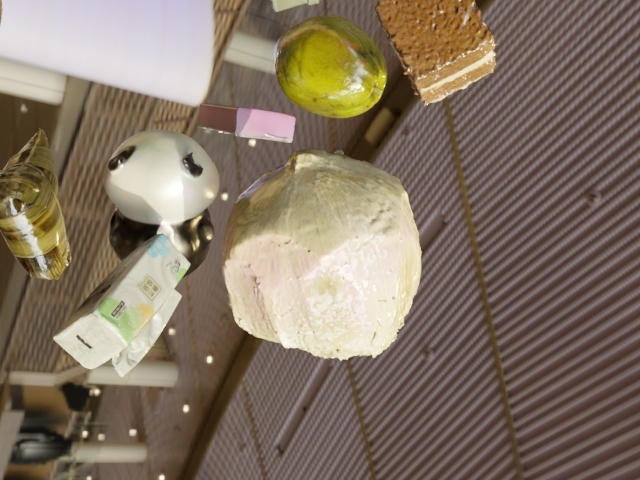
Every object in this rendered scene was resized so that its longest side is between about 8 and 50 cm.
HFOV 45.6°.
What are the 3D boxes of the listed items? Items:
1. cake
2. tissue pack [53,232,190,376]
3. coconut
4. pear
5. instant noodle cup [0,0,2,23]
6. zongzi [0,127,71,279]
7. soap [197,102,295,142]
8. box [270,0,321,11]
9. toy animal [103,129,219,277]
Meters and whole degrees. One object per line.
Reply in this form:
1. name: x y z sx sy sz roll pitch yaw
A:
1. cake: 0.162 -0.277 1.064 0.147 0.135 0.135 44 22 -78
2. tissue pack: -0.345 0.127 1.405 0.159 0.145 0.229 -30 -160 40
3. coconut: 0.000 0.000 1.466 0.405 0.405 0.404 -24 -118 55
4. pear: 0.020 -0.442 1.936 0.321 0.269 0.269 32 -68 26
5. instant noodle cup: -0.864 -0.599 1.888 0.274 0.091 0.273 23 -51 32
6. zongzi: -0.655 -0.085 1.781 0.288 0.134 0.285 -90 173 -49
7. soap: -0.208 -0.328 2.104 0.259 0.181 0.081 20 -75 57
8. box: -0.069 -0.588 1.561 0.148 0.129 0.210 75 -4 -73
9. toy animal: -0.335 -0.084 1.610 0.309 0.251 0.250 94 -19 -45
